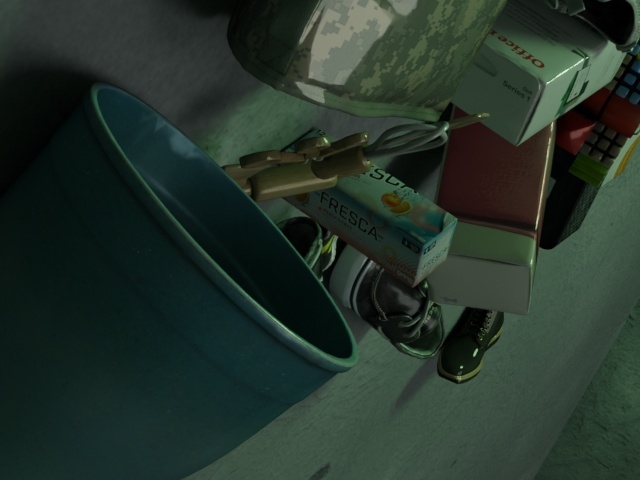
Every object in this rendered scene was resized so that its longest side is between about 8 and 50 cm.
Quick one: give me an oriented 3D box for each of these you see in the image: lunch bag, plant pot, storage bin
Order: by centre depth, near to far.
[{"bbox_3d":[-0.157,0.070,0.921,0.255,0.272,0.271,-42,160,8],"label":"plant pot"},{"bbox_3d":[0.050,-0.228,1.008,0.235,0.169,0.287,-59,163,15],"label":"lunch bag"},{"bbox_3d":[0.346,-0.093,1.883,0.084,0.122,0.180,-30,148,-47],"label":"storage bin"}]

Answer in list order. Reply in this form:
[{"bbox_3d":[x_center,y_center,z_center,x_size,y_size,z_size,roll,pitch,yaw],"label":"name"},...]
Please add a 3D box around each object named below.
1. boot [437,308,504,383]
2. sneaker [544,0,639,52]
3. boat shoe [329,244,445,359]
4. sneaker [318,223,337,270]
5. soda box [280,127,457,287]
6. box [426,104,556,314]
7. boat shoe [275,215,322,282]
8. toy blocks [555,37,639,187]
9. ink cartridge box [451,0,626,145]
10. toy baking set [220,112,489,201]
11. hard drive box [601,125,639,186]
[{"bbox_3d":[0.263,0.140,2.144,0.198,0.076,0.137,-49,158,-50],"label":"boot"},{"bbox_3d":[0.259,-0.290,1.286,0.281,0.105,0.115,24,66,-36],"label":"sneaker"},{"bbox_3d":[0.106,0.069,1.628,0.121,0.119,0.335,-53,159,-4],"label":"boat shoe"},{"bbox_3d":[0.000,0.000,1.436,0.035,0.031,0.083,-8,127,-44],"label":"sneaker"},{"bbox_3d":[0.043,-0.035,1.254,0.058,0.183,0.063,-38,152,-37],"label":"soda box"},{"bbox_3d":[0.209,-0.048,1.537,0.149,0.126,0.232,75,25,-63],"label":"box"},{"bbox_3d":[-0.083,0.064,1.240,0.306,0.113,0.105,-33,143,-49],"label":"boat shoe"},{"bbox_3d":[0.405,-0.238,1.623,0.381,0.190,0.261,-61,171,17],"label":"toy blocks"},{"bbox_3d":[0.223,-0.214,1.400,0.219,0.160,0.093,-33,152,-42],"label":"ink cartridge box"},{"bbox_3d":[0.016,-0.070,1.133,0.256,0.030,0.196,-12,178,-23],"label":"toy baking set"},{"bbox_3d":[0.430,-0.167,1.997,0.232,0.089,0.181,-29,147,-47],"label":"hard drive box"}]
